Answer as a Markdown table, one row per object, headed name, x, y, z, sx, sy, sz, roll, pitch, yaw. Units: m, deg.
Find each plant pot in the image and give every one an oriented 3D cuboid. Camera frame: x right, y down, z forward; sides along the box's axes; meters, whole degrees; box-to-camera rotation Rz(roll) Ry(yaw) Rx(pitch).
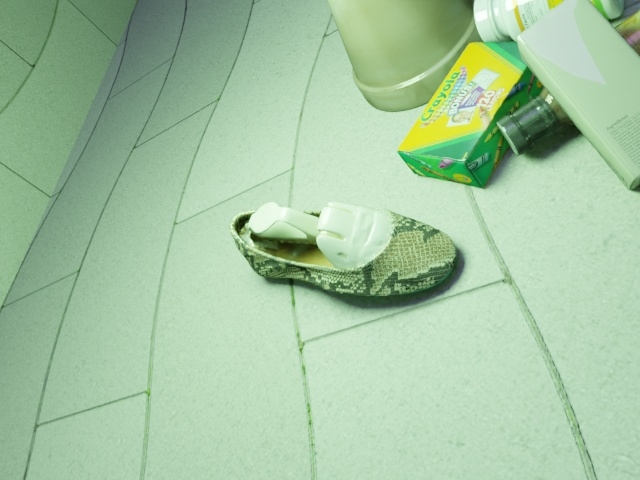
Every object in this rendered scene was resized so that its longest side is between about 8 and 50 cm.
| name | x | y | z | sx | sy | sz | roll | pitch | yaw |
| --- | --- | --- | --- | --- | --- | --- | --- | --- | --- |
| plant pot | 0.160 | -0.488 | 1.325 | 0.323 | 0.280 | 0.323 | -23 | 45 | 25 |

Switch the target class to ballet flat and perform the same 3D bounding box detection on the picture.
| name | x | y | z | sx | sy | sz | roll | pitch | yaw |
| --- | --- | --- | --- | --- | --- | --- | --- | --- | --- |
| ballet flat | 0.000 | 0.000 | 1.122 | 0.483 | 0.182 | 0.164 | 3 | 59 | 44 |

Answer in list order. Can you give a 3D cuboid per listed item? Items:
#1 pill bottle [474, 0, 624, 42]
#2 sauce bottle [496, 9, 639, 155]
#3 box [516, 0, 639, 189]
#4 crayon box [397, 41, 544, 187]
| name | x | y | z | sx | sy | sz | roll | pitch | yaw |
| --- | --- | --- | --- | --- | --- | --- | --- | --- | --- |
| pill bottle | 0.424 | -0.452 | 1.163 | 0.246 | 0.136 | 0.136 | -6 | 53 | 39 |
| sauce bottle | 0.450 | -0.263 | 0.995 | 0.344 | 0.111 | 0.111 | -33 | 40 | 14 |
| box | 0.413 | -0.216 | 0.898 | 0.113 | 0.094 | 0.275 | -35 | 73 | 15 |
| crayon box | 0.288 | -0.239 | 1.147 | 0.165 | 0.081 | 0.278 | 20 | 72 | 49 |
